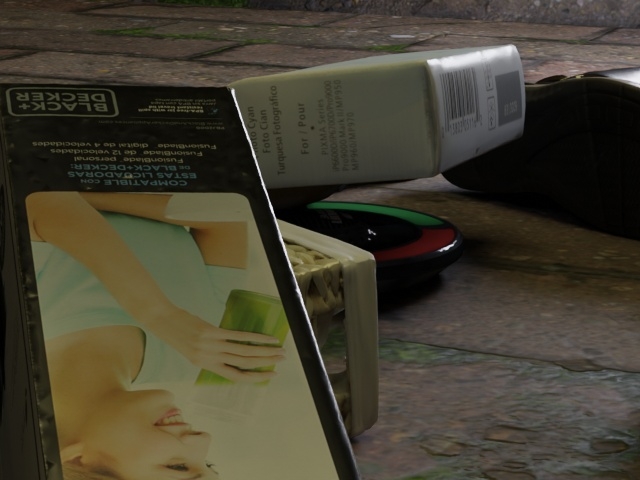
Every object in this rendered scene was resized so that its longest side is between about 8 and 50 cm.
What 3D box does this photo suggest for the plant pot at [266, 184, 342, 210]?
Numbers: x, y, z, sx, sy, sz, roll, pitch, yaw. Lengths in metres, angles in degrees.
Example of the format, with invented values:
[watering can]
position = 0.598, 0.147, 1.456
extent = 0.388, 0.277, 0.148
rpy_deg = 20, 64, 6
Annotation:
[plant pot]
position = -0.086, -0.045, 1.432
extent = 0.236, 0.032, 0.236
rpy_deg = -5, 8, 1

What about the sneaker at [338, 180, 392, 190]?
[sneaker]
position = 0.014, -0.100, 1.678
extent = 0.221, 0.087, 0.083
rpy_deg = -12, 18, -42

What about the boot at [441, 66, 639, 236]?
[boot]
position = 0.322, -0.098, 1.603
extent = 0.284, 0.138, 0.377
rpy_deg = -10, 12, -36

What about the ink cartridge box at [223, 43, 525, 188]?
[ink cartridge box]
position = -0.053, -0.099, 1.362
extent = 0.384, 0.091, 0.308
rpy_deg = -1, 9, 18

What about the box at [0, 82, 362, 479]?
[box]
position = -0.053, 0.094, 0.521
extent = 0.087, 0.169, 0.290
rpy_deg = 0, 34, -14

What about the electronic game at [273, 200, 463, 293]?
[electronic game]
position = 0.000, 0.000, 1.352
extent = 0.229, 0.048, 0.229
rpy_deg = 1, 13, 0

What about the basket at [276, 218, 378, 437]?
[basket]
position = -0.055, 0.052, 1.004
extent = 0.103, 0.113, 0.167
rpy_deg = -12, 18, -35
